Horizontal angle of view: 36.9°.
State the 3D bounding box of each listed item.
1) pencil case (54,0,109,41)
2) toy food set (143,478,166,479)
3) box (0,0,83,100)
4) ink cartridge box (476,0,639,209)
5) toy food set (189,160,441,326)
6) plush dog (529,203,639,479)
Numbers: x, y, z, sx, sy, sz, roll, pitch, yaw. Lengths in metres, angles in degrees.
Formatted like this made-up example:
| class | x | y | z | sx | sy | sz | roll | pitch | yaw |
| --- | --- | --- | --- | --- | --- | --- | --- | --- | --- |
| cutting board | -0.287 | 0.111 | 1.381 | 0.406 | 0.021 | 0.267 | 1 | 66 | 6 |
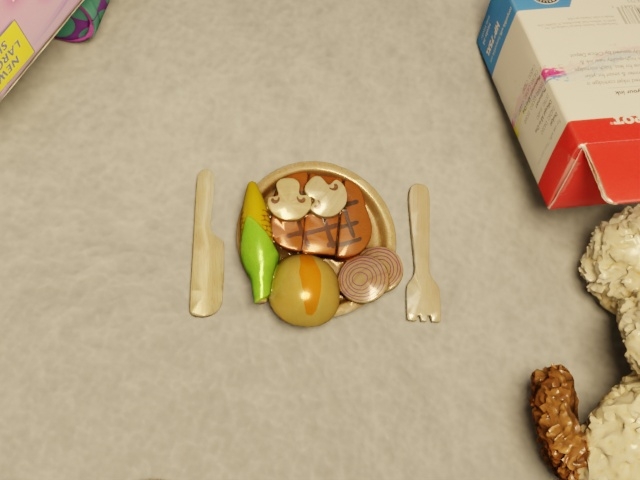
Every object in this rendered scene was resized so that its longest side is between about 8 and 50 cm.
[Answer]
| class | x | y | z | sx | sy | sz | roll | pitch | yaw |
| --- | --- | --- | --- | --- | --- | --- | --- | --- | --- |
| pencil case | -0.180 | -0.232 | 0.736 | 0.070 | 0.064 | 0.152 | 25 | 69 | -20 |
| toy food set | -0.115 | 0.203 | 0.644 | 0.083 | 0.020 | 0.083 | -3 | 75 | -13 |
| box | -0.267 | -0.247 | 0.653 | 0.243 | 0.117 | 0.213 | 28 | 72 | 18 |
| ink cartridge box | 0.223 | -0.104 | 0.740 | 0.134 | 0.078 | 0.231 | -5 | 56 | -13 |
| toy food set | 0.000 | 0.000 | 0.718 | 0.192 | 0.038 | 0.132 | 2 | 73 | -11 |
| plush dog | 0.279 | 0.124 | 0.677 | 0.262 | 0.210 | 0.225 | 35 | 93 | 0 |
